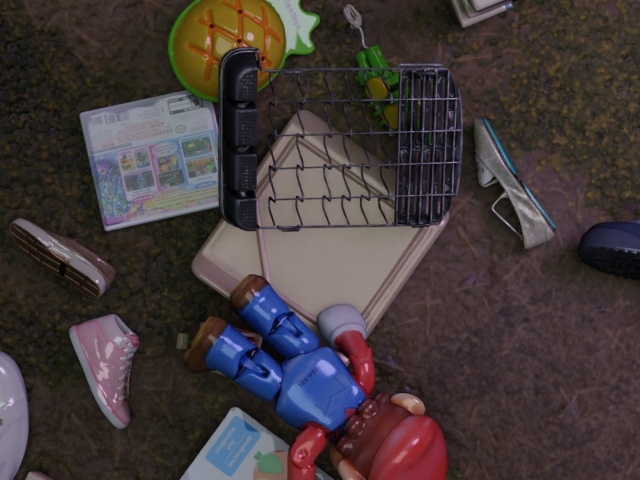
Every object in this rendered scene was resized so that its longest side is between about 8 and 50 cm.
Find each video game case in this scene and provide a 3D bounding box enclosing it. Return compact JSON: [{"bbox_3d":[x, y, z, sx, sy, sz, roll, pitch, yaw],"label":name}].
[{"bbox_3d":[-0.192,-0.096,1.676,0.157,0.019,0.143,-12,91,-2],"label":"video game case"}]

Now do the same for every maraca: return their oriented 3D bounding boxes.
[{"bbox_3d":[-0.088,-0.235,1.640,0.185,0.099,0.127,-30,104,-15],"label":"maraca"}]

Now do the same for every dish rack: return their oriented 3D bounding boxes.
[{"bbox_3d":[0.023,-0.108,1.599,0.271,0.074,0.208,-1,108,-9],"label":"dish rack"}]

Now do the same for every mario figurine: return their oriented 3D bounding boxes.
[{"bbox_3d":[0.000,0.192,1.583,0.320,0.170,0.198,42,107,5],"label":"mario figurine"}]

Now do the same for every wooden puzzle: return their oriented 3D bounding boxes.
[{"bbox_3d":[0.000,0.000,1.673,0.221,0.044,0.239,35,85,-1],"label":"wooden puzzle"}]

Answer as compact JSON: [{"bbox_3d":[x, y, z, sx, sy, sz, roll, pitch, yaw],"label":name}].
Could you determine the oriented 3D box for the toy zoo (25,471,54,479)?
[{"bbox_3d":[-0.322,0.440,1.634,0.192,0.030,0.293,26,90,22],"label":"toy zoo"}]

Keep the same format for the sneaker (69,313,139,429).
[{"bbox_3d":[-0.236,0.149,1.659,0.070,0.051,0.134,-24,87,4],"label":"sneaker"}]

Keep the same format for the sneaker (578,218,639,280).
[{"bbox_3d":[0.457,-0.016,1.662,0.319,0.112,0.131,4,73,-4],"label":"sneaker"}]

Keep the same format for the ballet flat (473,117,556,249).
[{"bbox_3d":[0.215,-0.064,1.669,0.052,0.057,0.168,-33,91,9],"label":"ballet flat"}]

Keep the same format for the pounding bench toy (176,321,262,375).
[{"bbox_3d":[-0.119,0.124,1.661,0.083,0.065,0.052,14,90,30],"label":"pounding bench toy"}]

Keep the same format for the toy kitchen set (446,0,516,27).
[{"bbox_3d":[0.182,-0.364,1.610,0.122,0.166,0.207,-23,91,-1],"label":"toy kitchen set"}]

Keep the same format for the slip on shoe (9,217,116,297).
[{"bbox_3d":[-0.300,0.014,1.665,0.135,0.051,0.041,32,50,6],"label":"slip on shoe"}]

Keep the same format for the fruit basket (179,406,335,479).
[{"bbox_3d":[-0.053,0.421,1.612,0.353,0.165,0.327,37,89,2],"label":"fruit basket"}]

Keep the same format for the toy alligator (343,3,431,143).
[{"bbox_3d":[0.066,-0.184,1.668,0.051,0.056,0.190,-32,91,39],"label":"toy alligator"}]

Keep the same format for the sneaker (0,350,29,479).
[{"bbox_3d":[-0.400,0.270,1.620,0.105,0.123,0.290,11,90,-4],"label":"sneaker"}]
